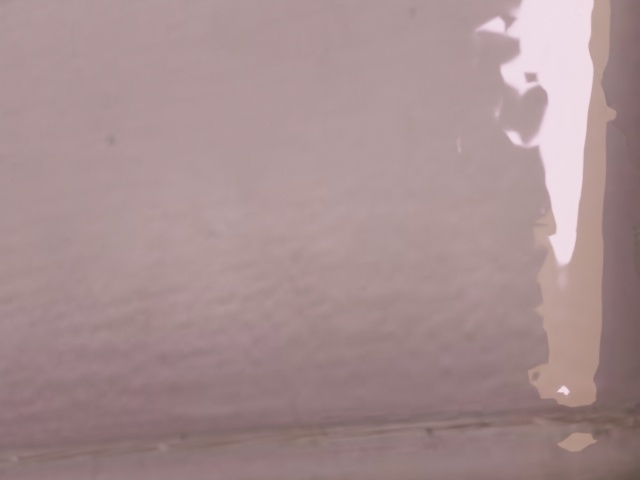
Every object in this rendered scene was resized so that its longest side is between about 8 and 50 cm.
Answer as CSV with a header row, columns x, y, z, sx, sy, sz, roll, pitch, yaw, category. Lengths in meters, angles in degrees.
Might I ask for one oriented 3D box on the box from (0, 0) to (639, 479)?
x,y,z,sx,sy,sz,roll,pitch,yaw,category
0.000,0.000,0.559,0.312,0.175,0.182,-7,68,32,box
